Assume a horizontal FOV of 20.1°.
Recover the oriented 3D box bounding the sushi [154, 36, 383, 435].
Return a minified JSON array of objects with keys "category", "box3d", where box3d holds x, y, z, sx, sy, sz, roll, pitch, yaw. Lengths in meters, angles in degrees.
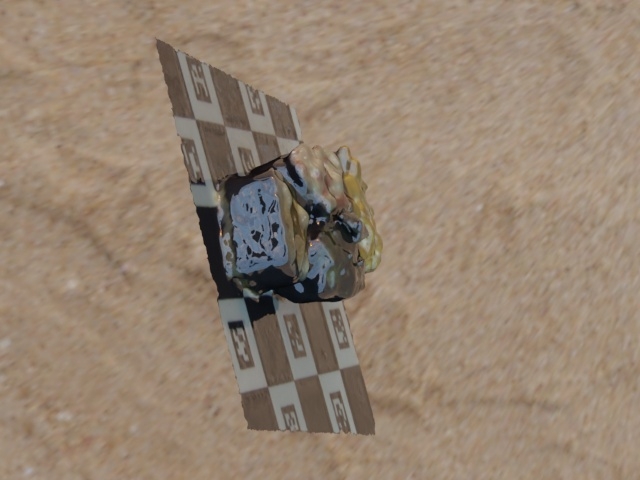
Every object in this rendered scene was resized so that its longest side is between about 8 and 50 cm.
[{"category":"sushi","box3d":[0.000,0.000,0.907,0.050,0.215,0.192,-17,80,15]}]
